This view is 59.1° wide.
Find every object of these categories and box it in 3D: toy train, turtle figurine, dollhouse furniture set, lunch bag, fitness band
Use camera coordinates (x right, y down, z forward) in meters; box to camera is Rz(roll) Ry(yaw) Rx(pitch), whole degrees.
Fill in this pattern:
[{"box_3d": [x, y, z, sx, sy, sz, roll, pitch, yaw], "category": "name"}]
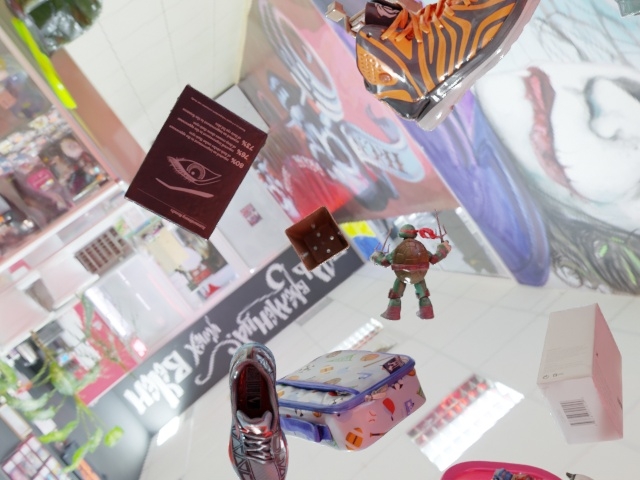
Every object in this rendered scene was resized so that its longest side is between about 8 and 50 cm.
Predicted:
[{"box_3d": [0.367, 0.433, 1.005, 0.027, 0.036, 0.158, -47, -164, -30], "category": "toy train"}, {"box_3d": [0.186, 0.050, 1.201, 0.175, 0.235, 0.118, 1, -175, 16], "category": "turtle figurine"}, {"box_3d": [0.246, -0.612, 1.640, 0.355, 0.174, 0.303, 10, 161, -39], "category": "dollhouse furniture set"}, {"box_3d": [0.038, 0.301, 1.090, 0.243, 0.115, 0.303, -19, -177, -38], "category": "lunch bag"}, {"box_3d": [0.377, 0.530, 1.122, 0.290, 0.054, 0.209, 5, -155, 3], "category": "fitness band"}]

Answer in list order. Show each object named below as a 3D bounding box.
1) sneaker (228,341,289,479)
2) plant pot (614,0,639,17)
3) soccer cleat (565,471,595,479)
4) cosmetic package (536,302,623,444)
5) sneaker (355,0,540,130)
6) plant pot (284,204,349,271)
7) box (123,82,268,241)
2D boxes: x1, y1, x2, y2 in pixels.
[{"box_3d": [-0.113, 0.306, 0.932, 0.104, 0.262, 0.125, -9, 176, -3], "category": "sneaker"}, {"box_3d": [0.572, -0.477, 0.909, 0.292, 0.197, 0.293, -10, -167, 2], "category": "plant pot"}, {"box_3d": [0.654, 0.692, 1.370, 0.143, 0.331, 0.116, 17, -129, 36], "category": "soccer cleat"}, {"box_3d": [0.751, 0.370, 1.620, 0.156, 0.217, 0.385, -21, -166, 35], "category": "cosmetic package"}, {"box_3d": [0.151, -0.290, 0.747, 0.321, 0.180, 0.125, -52, -166, 48], "category": "sneaker"}, {"box_3d": [0.000, 0.000, 1.271, 0.109, 0.109, 0.096, -33, 169, 5], "category": "plant pot"}, {"box_3d": [-0.205, -0.128, 0.934, 0.207, 0.153, 0.108, -58, -162, 5], "category": "box"}]
